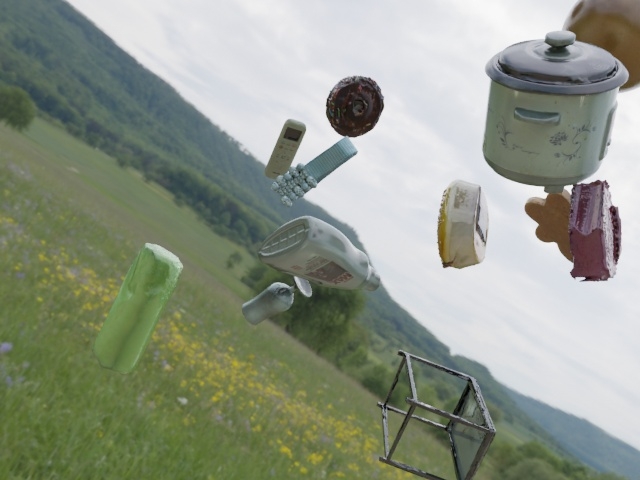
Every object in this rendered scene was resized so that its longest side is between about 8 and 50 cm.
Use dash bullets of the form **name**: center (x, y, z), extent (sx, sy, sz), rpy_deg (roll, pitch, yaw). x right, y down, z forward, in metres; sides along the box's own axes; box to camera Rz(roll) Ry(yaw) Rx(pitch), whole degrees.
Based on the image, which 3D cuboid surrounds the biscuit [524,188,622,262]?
- **biscuit**: center (0.857, -0.037, 2.161), extent (0.355, 0.052, 0.275), rpy_deg (41, -28, -6)

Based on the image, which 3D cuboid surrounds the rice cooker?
- **rice cooker**: center (0.460, -0.270, 1.292), extent (0.264, 0.316, 0.316), rpy_deg (16, -14, 26)

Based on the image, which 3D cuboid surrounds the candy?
- **candy**: center (-0.478, 0.180, 1.678), extent (0.132, 0.343, 0.142), rpy_deg (26, 5, -7)

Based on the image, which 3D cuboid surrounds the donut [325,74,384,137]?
- **donut**: center (0.118, -0.488, 2.310), extent (0.235, 0.235, 0.089), rpy_deg (39, 3, -41)

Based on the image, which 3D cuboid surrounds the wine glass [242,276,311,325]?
- **wine glass**: center (-0.151, 0.199, 2.166), extent (0.103, 0.231, 0.103), rpy_deg (49, 20, -25)

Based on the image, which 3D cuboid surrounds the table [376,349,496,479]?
- **table**: center (0.337, 0.541, 1.967), extent (0.272, 0.222, 0.335), rpy_deg (20, 14, -2)

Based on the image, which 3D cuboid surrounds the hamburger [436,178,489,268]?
- **hamburger**: center (0.431, -0.051, 1.983), extent (0.151, 0.295, 0.227), rpy_deg (1, -43, 26)

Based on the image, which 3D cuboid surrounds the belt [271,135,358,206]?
- **belt**: center (-0.009, -0.146, 1.313), extent (0.065, 0.179, 0.100), rpy_deg (53, 15, 3)

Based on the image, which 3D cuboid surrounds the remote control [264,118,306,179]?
- **remote control**: center (-0.133, -0.338, 2.408), extent (0.090, 0.038, 0.309), rpy_deg (16, -40, -13)

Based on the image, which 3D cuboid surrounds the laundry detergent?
- **laundry detergent**: center (0.026, 0.072, 2.028), extent (0.264, 0.124, 0.398), rpy_deg (-26, -39, 37)

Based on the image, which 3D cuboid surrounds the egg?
- **egg**: center (0.779, -0.528, 1.687), extent (0.283, 0.282, 0.351), rpy_deg (31, 3, 19)

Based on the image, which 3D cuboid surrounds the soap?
- **soap**: center (0.776, -0.007, 1.825), extent (0.112, 0.289, 0.182), rpy_deg (-8, -38, 40)
